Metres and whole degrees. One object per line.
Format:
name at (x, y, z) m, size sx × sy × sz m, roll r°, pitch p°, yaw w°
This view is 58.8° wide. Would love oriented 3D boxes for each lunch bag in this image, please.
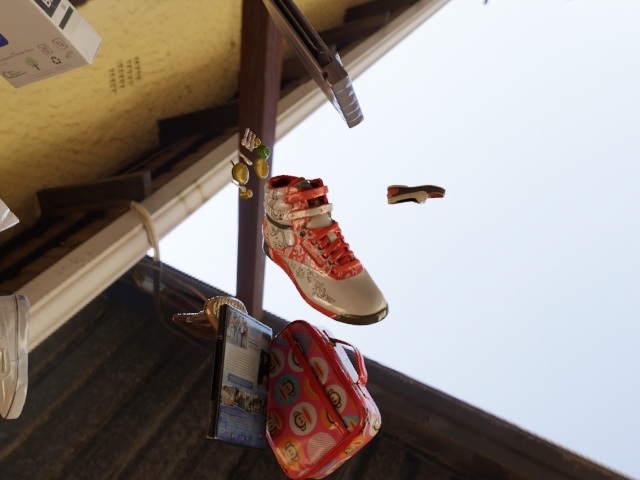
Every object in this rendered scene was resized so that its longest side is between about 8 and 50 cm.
lunch bag at (-0.011, 0.318, 1.189) m, size 0.120 × 0.258 × 0.293 m, roll 31°, pitch -161°, yaw -54°

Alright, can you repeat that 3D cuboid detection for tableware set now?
tableware set at (-0.157, -0.165, 1.269) m, size 0.024 × 0.104 × 0.154 m, roll -8°, pitch -120°, yaw 34°

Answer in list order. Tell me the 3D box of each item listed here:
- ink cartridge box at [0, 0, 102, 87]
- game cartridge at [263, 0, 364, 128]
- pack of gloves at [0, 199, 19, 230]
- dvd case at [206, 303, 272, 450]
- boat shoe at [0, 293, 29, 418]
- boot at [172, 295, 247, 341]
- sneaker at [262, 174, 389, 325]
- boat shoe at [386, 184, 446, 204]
ink cartridge box at (-0.467, -0.352, 0.744) m, size 0.166 × 0.332 × 0.065 m, roll -6°, pitch -122°, yaw 24°
game cartridge at (-0.022, -0.438, 1.296) m, size 0.068 × 0.230 × 0.355 m, roll -35°, pitch -107°, yaw 8°
pack of gloves at (-0.820, -0.075, 1.283) m, size 0.046 × 0.195 × 0.232 m, roll -33°, pitch -164°, yaw 11°
dvd case at (-0.152, 0.269, 1.109) m, size 0.022 × 0.180 × 0.252 m, roll -11°, pitch -119°, yaw 23°
boat shoe at (-0.674, 0.248, 1.201) m, size 0.088 × 0.267 × 0.096 m, roll 2°, pitch -172°, yaw -42°
boot at (-0.255, 0.189, 1.291) m, size 0.207 × 0.248 × 0.090 m, roll 0°, pitch -115°, yaw 23°
sneaker at (-0.001, 0.000, 0.812) m, size 0.090 × 0.144 × 0.270 m, roll -17°, pitch -144°, yaw -30°
boat shoe at (0.218, -0.102, 1.295) m, size 0.137 × 0.049 × 0.043 m, roll 1°, pitch -111°, yaw 0°
